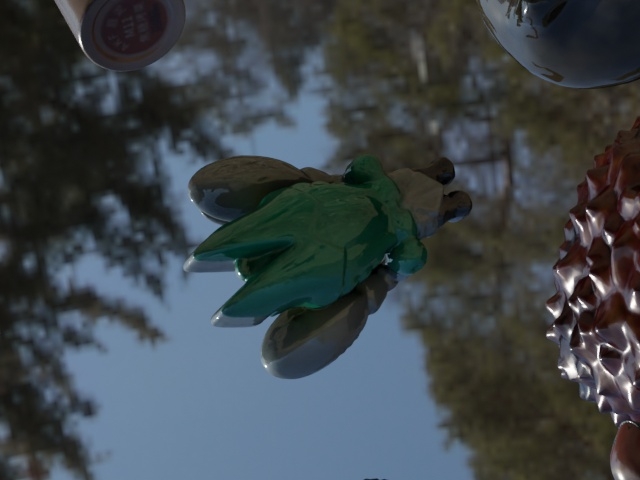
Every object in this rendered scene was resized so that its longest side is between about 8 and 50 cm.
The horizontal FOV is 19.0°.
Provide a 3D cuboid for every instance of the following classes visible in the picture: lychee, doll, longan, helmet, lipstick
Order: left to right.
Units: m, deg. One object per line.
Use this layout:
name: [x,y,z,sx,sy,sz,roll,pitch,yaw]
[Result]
lipstick: [-0.163,-0.208,1.248,0.070,0.070,0.254,-15,-136,-17]
doll: [0.004,0.019,1.659,0.258,0.195,0.153,5,155,-18]
longan: [0.100,-0.102,0.671,0.092,0.113,0.113,41,-144,4]
helmet: [0.243,0.169,1.370,0.084,0.065,0.049,24,-106,23]
lychee: [0.438,0.039,1.793,0.425,0.424,0.500,-26,179,-36]

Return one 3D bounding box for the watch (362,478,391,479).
watch: [-0.010,0.314,1.159,0.068,0.274,0.276,-11,-175,41]
